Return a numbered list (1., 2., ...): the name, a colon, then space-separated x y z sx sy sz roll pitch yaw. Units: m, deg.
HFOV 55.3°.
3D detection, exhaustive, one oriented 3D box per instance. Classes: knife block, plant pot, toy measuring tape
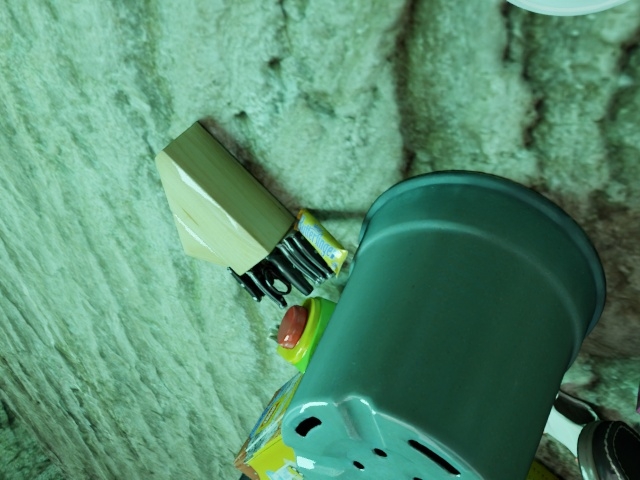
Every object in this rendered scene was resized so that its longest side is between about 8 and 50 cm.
1. knife block: -0.100 -0.025 0.921 0.242 0.088 0.276 13 134 22
2. plant pot: 0.138 0.150 0.739 0.341 0.334 0.341 19 137 18
3. toy measuring tape: -0.022 0.143 0.998 0.121 0.121 0.330 46 169 -12

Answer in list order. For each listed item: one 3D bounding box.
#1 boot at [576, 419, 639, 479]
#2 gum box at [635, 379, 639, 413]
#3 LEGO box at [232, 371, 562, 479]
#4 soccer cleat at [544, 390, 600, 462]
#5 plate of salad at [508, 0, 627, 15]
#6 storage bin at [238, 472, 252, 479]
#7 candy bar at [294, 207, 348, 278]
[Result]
1. boot: 0.493 0.326 0.649 0.377 0.138 0.284 56 135 8
2. gum box: 0.471 0.180 0.713 0.188 0.107 0.062 21 137 16
3. LEGO box: 0.140 0.437 1.112 0.500 0.193 0.372 38 139 -3
4. soccer cleat: 0.399 0.291 0.901 0.196 0.068 0.076 37 136 3
5. plate of salad: 0.214 -0.284 0.498 0.199 0.048 0.200 12 138 11
6. storage bin: -0.117 0.571 1.420 0.122 0.180 0.084 17 136 20
7. candy bar: 0.000 0.000 0.857 0.018 0.161 0.040 8 112 -29
